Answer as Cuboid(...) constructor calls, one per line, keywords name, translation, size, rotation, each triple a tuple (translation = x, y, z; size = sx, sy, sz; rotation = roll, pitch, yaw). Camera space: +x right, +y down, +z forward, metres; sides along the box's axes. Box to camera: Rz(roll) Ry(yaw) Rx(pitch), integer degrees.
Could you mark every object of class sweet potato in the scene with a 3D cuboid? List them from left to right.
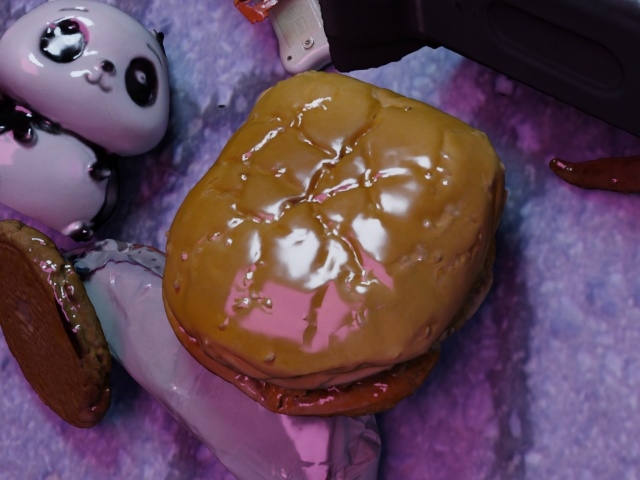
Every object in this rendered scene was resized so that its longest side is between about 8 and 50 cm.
Cuboid(name="sweet potato", translation=(0.294, -0.063, 0.941), size=(0.214, 0.050, 0.050), rotation=(-9, 75, 28))

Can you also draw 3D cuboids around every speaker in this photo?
Cuboid(name="speaker", translation=(0.192, -0.171, 0.889), size=(0.184, 0.180, 0.388), rotation=(-40, 48, -22))

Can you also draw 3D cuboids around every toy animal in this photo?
Cuboid(name="toy animal", translation=(-0.258, -0.133, 1.164), size=(0.235, 0.187, 0.165), rotation=(-58, 25, 6))

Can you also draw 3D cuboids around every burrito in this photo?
Cuboid(name="burrito", translation=(-0.117, 0.105, 1.083), size=(0.445, 0.101, 0.139), rotation=(37, 115, 29))

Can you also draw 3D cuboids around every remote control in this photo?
Cuboid(name="remote control", translation=(-0.020, -0.224, 1.142), size=(0.074, 0.032, 0.122), rotation=(-30, 68, 19))

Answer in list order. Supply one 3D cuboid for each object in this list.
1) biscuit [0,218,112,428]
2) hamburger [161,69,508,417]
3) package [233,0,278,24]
Cuboid(name="biscuit", translation=(-0.273, 0.083, 1.141), size=(0.226, 0.042, 0.226), rotation=(34, 137, 39))
Cuboid(name="hamburger", translation=(0.000, 0.000, 0.973), size=(0.319, 0.158, 0.318), rotation=(-6, 55, 9))
Cuboid(name="package", translation=(-0.059, -0.372, 1.141), size=(0.223, 0.108, 0.288), rotation=(-39, 61, 0))
